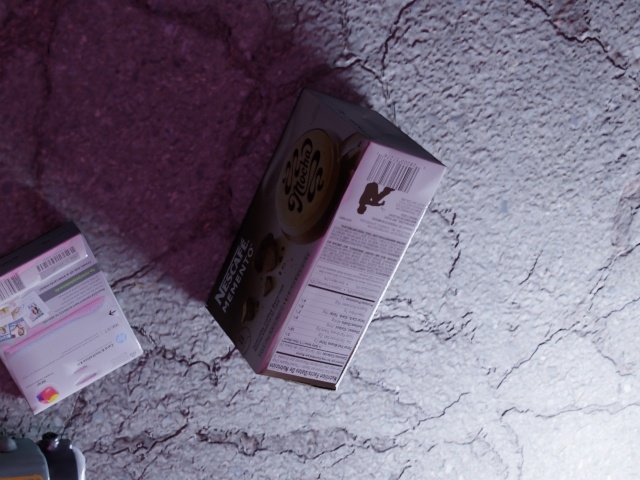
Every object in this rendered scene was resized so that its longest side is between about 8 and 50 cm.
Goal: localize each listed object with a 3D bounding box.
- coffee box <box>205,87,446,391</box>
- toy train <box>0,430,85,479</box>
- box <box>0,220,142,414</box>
[{"bbox_3d":[0.000,0.000,1.600,0.119,0.168,0.297,15,108,-34],"label":"coffee box"},{"bbox_3d":[-0.419,0.314,1.570,0.334,0.142,0.190,0,106,-29],"label":"toy train"},{"bbox_3d":[-0.300,0.088,1.565,0.145,0.038,0.186,-30,125,-11],"label":"box"}]
